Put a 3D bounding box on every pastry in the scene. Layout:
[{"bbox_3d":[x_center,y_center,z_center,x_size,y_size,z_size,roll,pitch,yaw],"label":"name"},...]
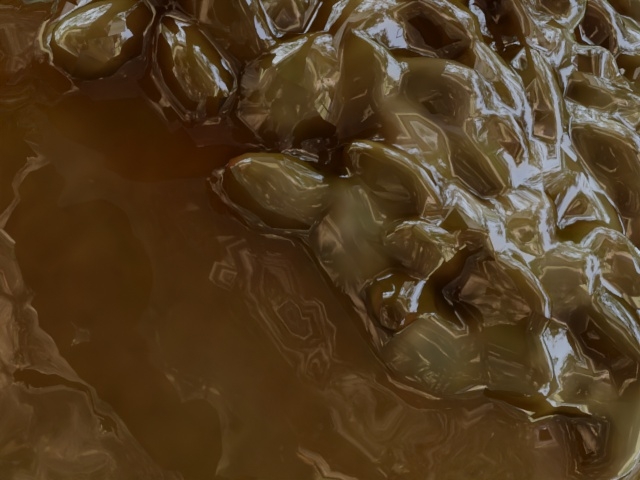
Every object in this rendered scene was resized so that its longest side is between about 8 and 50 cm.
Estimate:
[{"bbox_3d":[0.000,0.000,0.537,0.245,0.409,0.409,-43,-79,15],"label":"pastry"}]
